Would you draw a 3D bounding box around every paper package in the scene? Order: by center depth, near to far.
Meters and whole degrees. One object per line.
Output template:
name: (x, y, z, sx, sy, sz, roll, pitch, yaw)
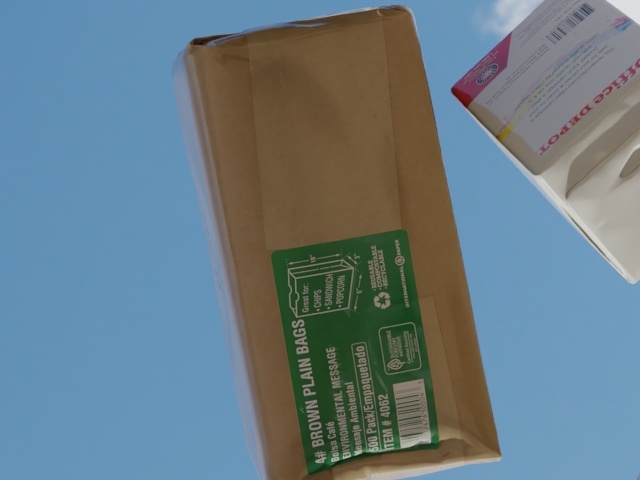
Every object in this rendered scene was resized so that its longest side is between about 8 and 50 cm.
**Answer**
paper package: (0.000, 0.000, 1.355, 0.168, 0.309, 0.325, -11, -85, -4)

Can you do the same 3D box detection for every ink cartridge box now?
ink cartridge box: (0.201, -0.081, 1.315, 0.128, 0.176, 0.127, -42, -61, 5)

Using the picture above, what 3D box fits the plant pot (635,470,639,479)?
plant pot: (0.355, 0.141, 1.121, 0.254, 0.239, 0.254, 21, -146, -15)
